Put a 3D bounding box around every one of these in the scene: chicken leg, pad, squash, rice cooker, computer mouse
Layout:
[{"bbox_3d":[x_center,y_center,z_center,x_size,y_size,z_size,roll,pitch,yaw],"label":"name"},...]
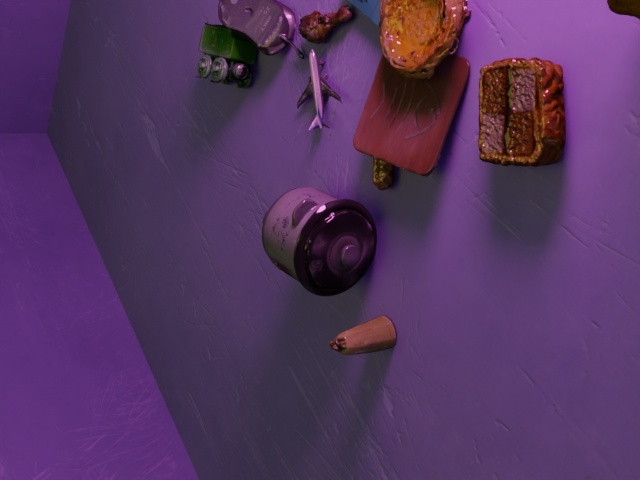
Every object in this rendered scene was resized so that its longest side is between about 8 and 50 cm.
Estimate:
[{"bbox_3d":[0.018,-0.595,1.827,0.197,0.069,0.085,-5,69,45],"label":"chicken leg"},{"bbox_3d":[0.212,-0.322,1.611,0.284,0.018,0.287,30,106,45],"label":"pad"},{"bbox_3d":[0.101,0.257,1.744,0.094,0.224,0.094,5,96,45],"label":"squash"},{"bbox_3d":[0.000,0.000,1.797,0.316,0.264,0.317,42,166,13],"label":"rice cooker"},{"bbox_3d":[-0.165,-0.656,2.019,0.379,0.090,0.167,46,111,19],"label":"computer mouse"}]

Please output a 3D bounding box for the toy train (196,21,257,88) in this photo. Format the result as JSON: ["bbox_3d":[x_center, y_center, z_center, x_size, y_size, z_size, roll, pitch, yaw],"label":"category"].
[{"bbox_3d":[-0.308,-0.605,2.182,0.243,0.132,0.188,29,110,46],"label":"toy train"}]

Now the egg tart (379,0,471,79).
[{"bbox_3d":[0.247,-0.506,1.518,0.290,0.107,0.291,12,105,55],"label":"egg tart"}]

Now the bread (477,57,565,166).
[{"bbox_3d":[0.410,-0.261,1.357,0.181,0.096,0.222,5,98,51],"label":"bread"}]

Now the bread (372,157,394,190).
[{"bbox_3d":[0.163,-0.184,1.714,0.066,0.060,0.110,-154,60,-61],"label":"bread"}]

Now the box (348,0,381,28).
[{"bbox_3d":[0.142,-0.648,1.669,0.229,0.041,0.162,52,133,32],"label":"box"}]

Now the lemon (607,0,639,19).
[{"bbox_3d":[0.566,-0.464,0.996,0.310,0.257,0.258,-42,64,50],"label":"lemon"}]

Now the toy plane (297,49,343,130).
[{"bbox_3d":[-0.008,-0.423,1.888,0.226,0.058,0.226,10,101,54],"label":"toy plane"}]
